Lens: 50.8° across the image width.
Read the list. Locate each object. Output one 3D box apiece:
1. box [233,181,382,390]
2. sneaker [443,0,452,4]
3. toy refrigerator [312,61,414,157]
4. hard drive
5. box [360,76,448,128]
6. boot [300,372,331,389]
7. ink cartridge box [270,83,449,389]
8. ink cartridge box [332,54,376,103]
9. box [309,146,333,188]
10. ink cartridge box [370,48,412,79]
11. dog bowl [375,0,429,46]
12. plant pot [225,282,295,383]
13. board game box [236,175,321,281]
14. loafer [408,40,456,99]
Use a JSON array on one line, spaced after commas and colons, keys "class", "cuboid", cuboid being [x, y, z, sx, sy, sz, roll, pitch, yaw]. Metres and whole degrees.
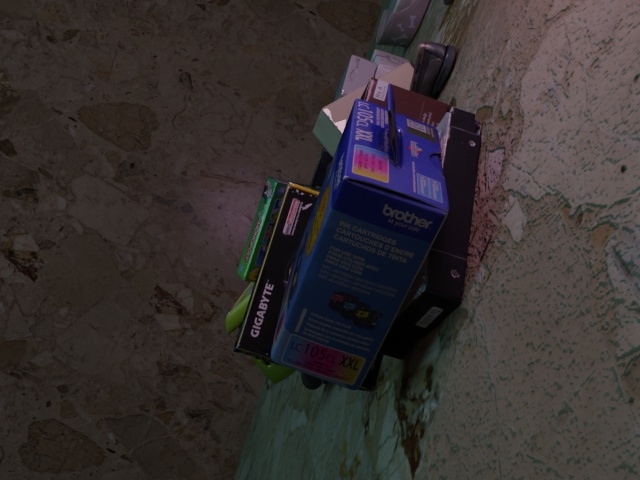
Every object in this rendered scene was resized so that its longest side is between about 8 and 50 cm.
[{"class": "box", "cuboid": [0.010, 0.086, 1.241, 0.079, 0.257, 0.322, 133, 155, -71]}, {"class": "sneaker", "cuboid": [0.316, -0.603, 1.612, 0.035, 0.031, 0.083, -81, 11, -57]}, {"class": "toy refrigerator", "cuboid": [0.121, -0.303, 1.577, 0.269, 0.094, 0.102, -33, -12, -25]}, {"class": "hard drive", "cuboid": [0.164, -0.011, 1.056, 0.237, 0.064, 0.339, 118, 170, -58]}, {"class": "box", "cuboid": [0.134, -0.189, 1.370, 0.203, 0.166, 0.169, 125, 163, -71]}, {"class": "boot", "cuboid": [0.013, 0.295, 1.571, 0.208, 0.076, 0.190, -126, 55, -76]}, {"class": "ink cartridge box", "cuboid": [0.065, -0.023, 0.995, 0.270, 0.151, 0.396, -81, 12, -57]}, {"class": "ink cartridge box", "cuboid": [0.082, -0.389, 1.800, 0.175, 0.072, 0.128, 126, 160, -70]}, {"class": "box", "cuboid": [0.068, -0.157, 1.851, 0.077, 0.180, 0.147, -88, 17, -75]}, {"class": "ink cartridge box", "cuboid": [0.177, -0.408, 1.909, 0.283, 0.117, 0.207, -86, 14, -66]}, {"class": "dog bowl", "cuboid": [0.284, -0.783, 2.156, 0.349, 0.102, 0.349, -162, 90, -84]}, {"class": "plant pot", "cuboid": [-0.079, 0.165, 1.609, 0.228, 0.207, 0.227, -42, 9, 35]}, {"class": "board game box", "cuboid": [0.000, 0.000, 1.422, 0.046, 0.317, 0.214, 36, 112, 53]}, {"class": "loafer", "cuboid": [0.210, -0.325, 1.487, 0.268, 0.084, 0.096, 114, 172, -46]}]
